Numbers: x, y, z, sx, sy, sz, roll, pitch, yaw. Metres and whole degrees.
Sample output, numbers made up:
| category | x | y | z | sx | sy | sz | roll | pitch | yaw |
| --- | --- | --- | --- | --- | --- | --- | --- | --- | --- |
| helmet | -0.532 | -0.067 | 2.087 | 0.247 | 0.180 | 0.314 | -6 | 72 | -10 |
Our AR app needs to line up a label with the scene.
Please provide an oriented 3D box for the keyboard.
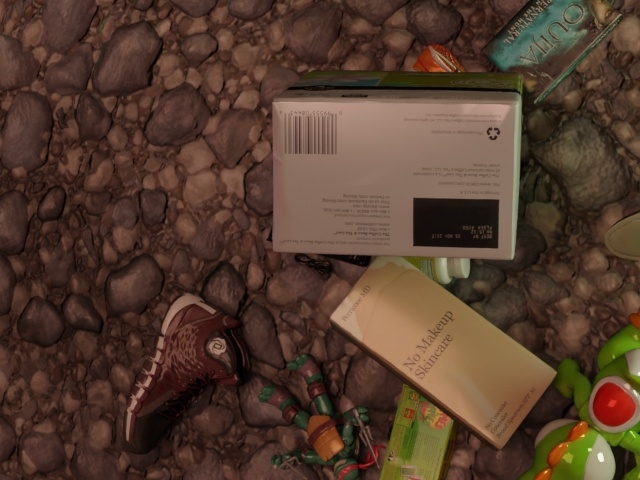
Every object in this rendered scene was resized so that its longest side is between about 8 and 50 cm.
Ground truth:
| category | x | y | z | sx | sy | sz | roll | pitch | yaw |
| --- | --- | --- | --- | --- | --- | --- | --- | --- | --- |
| keyboard | 0.000 | 0.000 | 2.091 | 0.180 | 0.023 | 0.108 | 15 | 83 | 24 |

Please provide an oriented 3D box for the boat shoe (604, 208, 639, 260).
| category | x | y | z | sx | sy | sz | roll | pitch | yaw |
| --- | --- | --- | --- | --- | --- | --- | --- | --- | --- |
| boat shoe | 0.524 | -0.030 | 1.854 | 0.228 | 0.068 | 0.081 | -15 | 113 | 22 |

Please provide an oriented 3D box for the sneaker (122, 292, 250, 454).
| category | x | y | z | sx | sy | sz | roll | pitch | yaw |
| --- | --- | --- | --- | --- | --- | --- | --- | --- | --- |
| sneaker | -0.209 | 0.238 | 2.105 | 0.163 | 0.106 | 0.281 | 20 | 91 | 20 |

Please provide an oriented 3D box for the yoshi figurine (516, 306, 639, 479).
| category | x | y | z | sx | sy | sz | roll | pitch | yaw |
| --- | --- | --- | --- | --- | --- | --- | --- | --- | --- |
| yoshi figurine | 0.415 | 0.265 | 1.834 | 0.203 | 0.203 | 0.362 | 44 | 86 | -19 |

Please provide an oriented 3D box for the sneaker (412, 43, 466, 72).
| category | x | y | z | sx | sy | sz | roll | pitch | yaw |
| --- | --- | --- | --- | --- | --- | --- | --- | --- | --- |
| sneaker | 0.212 | -0.228 | 2.019 | 0.067 | 0.064 | 0.175 | -49 | 63 | 34 |

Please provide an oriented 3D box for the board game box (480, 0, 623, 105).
| category | x | y | z | sx | sy | sz | roll | pitch | yaw |
| --- | --- | --- | --- | --- | --- | --- | --- | --- | --- |
| board game box | 0.354 | -0.316 | 1.979 | 0.186 | 0.026 | 0.126 | -46 | 69 | 11 |

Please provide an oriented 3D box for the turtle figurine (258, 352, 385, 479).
| category | x | y | z | sx | sy | sz | roll | pitch | yaw |
| --- | --- | --- | --- | --- | --- | --- | --- | --- | --- |
| turtle figurine | 0.001 | 0.300 | 2.002 | 0.175 | 0.118 | 0.234 | -37 | 57 | 4 |

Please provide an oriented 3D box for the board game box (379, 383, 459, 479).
| category | x | y | z | sx | sy | sz | roll | pitch | yaw |
| --- | --- | --- | --- | --- | --- | --- | --- | --- | --- |
| board game box | 0.153 | 0.320 | 1.975 | 0.092 | 0.043 | 0.181 | 14 | 89 | 23 |

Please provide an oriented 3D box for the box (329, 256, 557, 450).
| category | x | y | z | sx | sy | sz | roll | pitch | yaw |
| --- | --- | --- | --- | --- | --- | --- | --- | --- | --- |
| box | 0.176 | 0.159 | 1.894 | 0.311 | 0.121 | 0.148 | 35 | 84 | 8 |

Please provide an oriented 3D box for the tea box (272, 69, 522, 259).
| category | x | y | z | sx | sy | sz | roll | pitch | yaw |
| --- | --- | --- | --- | --- | --- | --- | --- | --- | --- |
| tea box | 0.119 | -0.118 | 1.834 | 0.329 | 0.323 | 0.219 | 2 | 104 | 8 |

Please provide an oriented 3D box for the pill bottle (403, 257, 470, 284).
| category | x | y | z | sx | sy | sz | roll | pitch | yaw |
| --- | --- | --- | --- | --- | --- | --- | --- | --- | --- |
| pill bottle | 0.169 | 0.037 | 1.992 | 0.116 | 0.065 | 0.065 | -3 | 83 | 22 |
